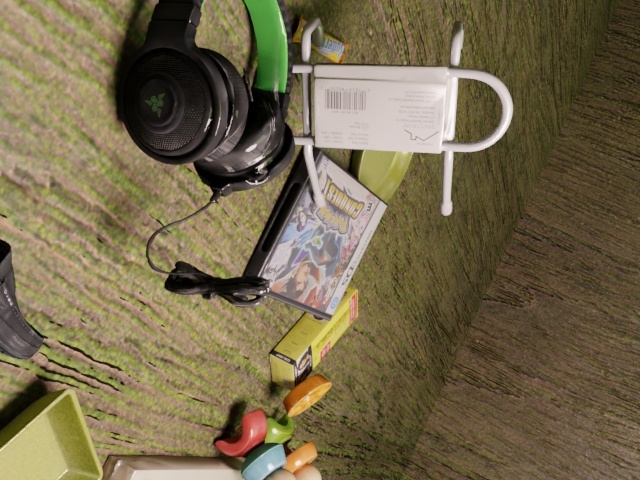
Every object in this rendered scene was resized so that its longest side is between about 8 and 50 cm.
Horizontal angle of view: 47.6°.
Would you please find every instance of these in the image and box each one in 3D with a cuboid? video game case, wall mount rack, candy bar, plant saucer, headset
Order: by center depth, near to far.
[{"bbox_3d":[-0.099,-0.128,0.825,0.243,0.185,0.394,28,74,-65],"label":"headset"},{"bbox_3d":[-0.348,0.278,0.827,0.188,0.045,0.188,-45,148,-40],"label":"plant saucer"},{"bbox_3d":[0.087,-0.156,1.037,0.130,0.350,0.304,-68,160,-61],"label":"wall mount rack"},{"bbox_3d":[0.000,-0.297,1.083,0.161,0.018,0.040,2,109,-63],"label":"candy bar"},{"bbox_3d":[0.000,0.000,1.259,0.275,0.035,0.248,31,85,-58],"label":"video game case"},{"bbox_3d":[0.121,-0.178,1.405,0.241,0.037,0.241,-45,147,-41],"label":"plant saucer"}]

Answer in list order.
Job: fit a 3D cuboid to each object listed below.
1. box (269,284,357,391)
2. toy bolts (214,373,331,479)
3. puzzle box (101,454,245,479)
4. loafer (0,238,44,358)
[{"bbox_3d":[-0.009,0.183,1.417,0.232,0.058,0.087,-46,147,-39],"label":"box"},{"bbox_3d":[-0.049,0.373,1.308,0.218,0.158,0.228,-47,158,19],"label":"toy bolts"},{"bbox_3d":[-0.263,0.478,1.159,0.272,0.052,0.409,-64,155,-8],"label":"puzzle box"},{"bbox_3d":[-0.310,0.035,0.661,0.078,0.076,0.223,-48,146,-22],"label":"loafer"}]
